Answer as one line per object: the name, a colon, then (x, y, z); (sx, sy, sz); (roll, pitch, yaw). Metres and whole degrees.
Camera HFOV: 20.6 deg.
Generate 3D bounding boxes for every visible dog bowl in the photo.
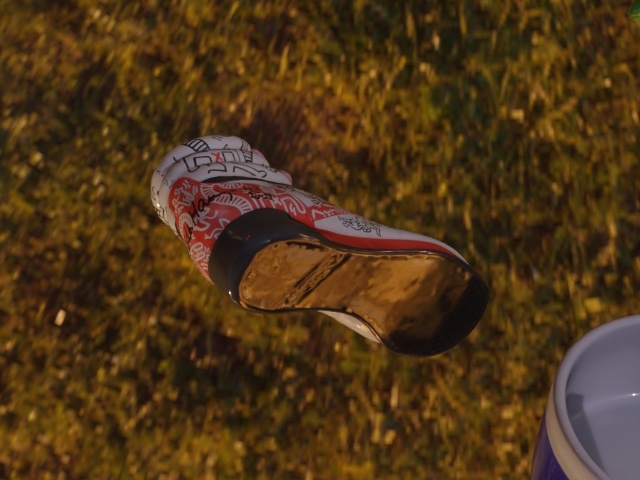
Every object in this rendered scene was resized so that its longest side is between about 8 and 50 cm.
dog bowl: (0.314, 0.185, 1.478); (0.265, 0.265, 0.104); (10, 129, 0)

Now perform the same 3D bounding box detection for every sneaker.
sneaker: (0.000, -0.001, 1.254); (0.270, 0.145, 0.090); (15, 113, -46)

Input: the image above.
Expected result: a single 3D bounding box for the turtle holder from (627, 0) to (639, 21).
turtle holder: (0.367, -0.340, 1.574); (0.243, 0.320, 0.227); (-20, 78, 36)
